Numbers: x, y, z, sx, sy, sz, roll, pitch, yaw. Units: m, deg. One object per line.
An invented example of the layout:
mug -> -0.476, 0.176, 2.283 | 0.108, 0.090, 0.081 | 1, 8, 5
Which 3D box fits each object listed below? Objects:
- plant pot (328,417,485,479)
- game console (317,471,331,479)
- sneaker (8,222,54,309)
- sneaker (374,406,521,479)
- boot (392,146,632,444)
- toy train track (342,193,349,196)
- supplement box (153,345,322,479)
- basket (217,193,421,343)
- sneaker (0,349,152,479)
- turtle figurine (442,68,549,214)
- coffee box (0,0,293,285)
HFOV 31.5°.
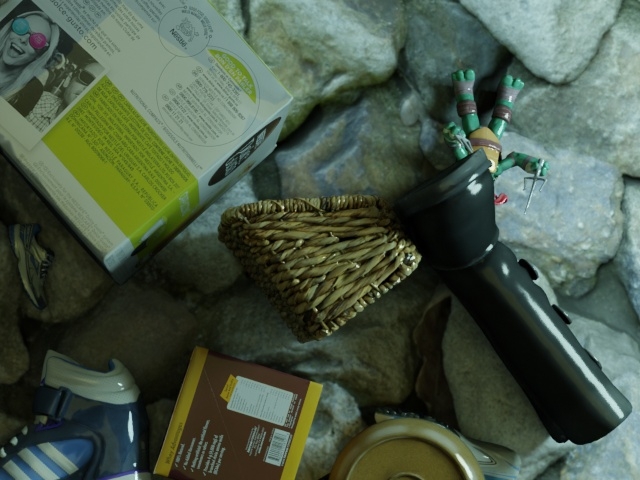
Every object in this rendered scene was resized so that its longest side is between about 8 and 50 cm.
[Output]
plant pot -> 0.125, 0.375, 1.645 | 0.236, 0.032, 0.236 | -1, 80, 5
game console -> 0.004, 0.419, 1.691 | 0.122, 0.071, 0.107 | -29, 88, -10
sneaker -> -0.424, 0.035, 1.696 | 0.058, 0.052, 0.135 | -15, 86, -13
sneaker -> 0.187, 0.318, 1.721 | 0.237, 0.085, 0.086 | 24, 88, 0
boot -> 0.280, 0.098, 1.620 | 0.146, 0.367, 0.445 | -32, 88, 2
toy train track -> 0.026, -0.045, 1.779 | 0.083, 0.014, 0.048 | -10, 92, -2
supplement box -> -0.123, 0.273, 1.663 | 0.194, 0.129, 0.191 | 18, 82, -4
basket -> 0.000, 0.000, 1.624 | 0.213, 0.299, 0.223 | -37, 88, -8
sneaker -> -0.409, 0.284, 1.642 | 0.322, 0.130, 0.236 | -12, 73, -2
turtle figurine -> 0.255, -0.147, 1.767 | 0.175, 0.118, 0.234 | 14, 64, -22
coffee box -> -0.276, -0.183, 1.593 | 0.334, 0.337, 0.338 | -42, 89, -10
